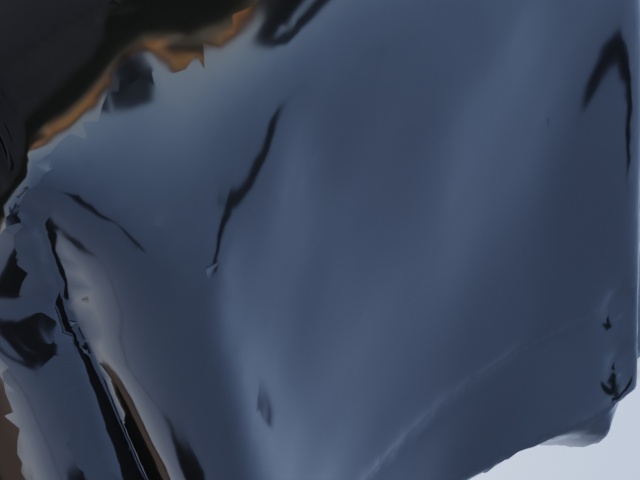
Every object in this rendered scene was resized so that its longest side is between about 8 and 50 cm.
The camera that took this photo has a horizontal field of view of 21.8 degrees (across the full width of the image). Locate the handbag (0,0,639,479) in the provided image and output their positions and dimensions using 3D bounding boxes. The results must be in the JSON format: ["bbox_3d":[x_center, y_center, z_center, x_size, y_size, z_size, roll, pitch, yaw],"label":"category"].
[{"bbox_3d":[0.000,0.000,0.490,0.113,0.257,0.285,8,-145,39],"label":"handbag"}]
